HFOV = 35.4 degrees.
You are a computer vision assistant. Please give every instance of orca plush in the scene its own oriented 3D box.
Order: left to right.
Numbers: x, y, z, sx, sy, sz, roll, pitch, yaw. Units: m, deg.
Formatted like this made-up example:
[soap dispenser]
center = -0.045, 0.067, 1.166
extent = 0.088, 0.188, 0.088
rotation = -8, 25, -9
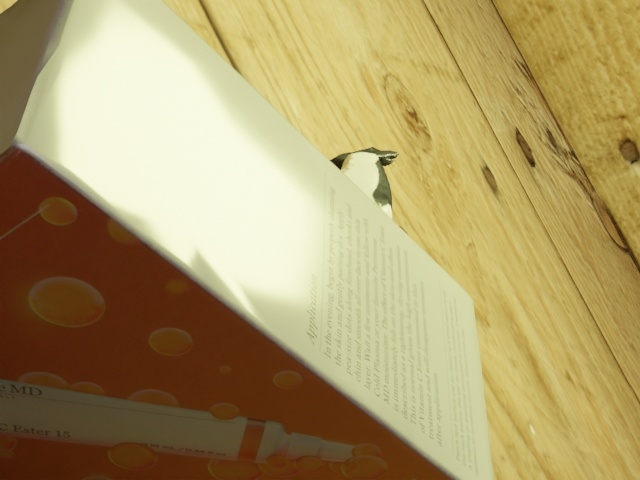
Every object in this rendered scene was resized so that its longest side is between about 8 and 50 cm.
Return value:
[orca plush]
center = 0.000, 0.000, 0.949
extent = 0.151, 0.102, 0.287
rotation = 8, 27, -1

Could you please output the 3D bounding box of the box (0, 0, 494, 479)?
[box]
center = -0.086, 0.046, 0.571
extent = 0.345, 0.215, 0.168
rotation = 41, 33, -32
